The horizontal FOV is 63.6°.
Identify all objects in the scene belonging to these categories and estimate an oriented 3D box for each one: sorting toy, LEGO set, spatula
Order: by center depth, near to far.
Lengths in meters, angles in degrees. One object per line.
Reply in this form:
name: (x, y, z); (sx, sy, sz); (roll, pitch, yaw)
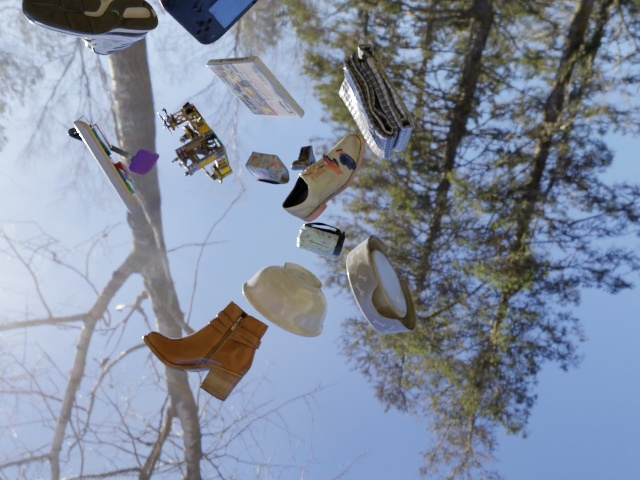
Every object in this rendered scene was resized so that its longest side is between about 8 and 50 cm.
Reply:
sorting toy: (-0.422, -0.160, 1.033); (0.038, 0.193, 0.208); (-31, -155, -14)
spatula: (-0.609, -0.267, 1.530); (0.030, 0.084, 0.296); (41, -168, 36)
LEGO set: (-0.503, -0.355, 2.001); (0.192, 0.255, 0.331); (-33, -95, -13)

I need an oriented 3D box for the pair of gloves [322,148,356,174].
pair of gloves: (0.048, -0.201, 1.313); (0.083, 0.074, 0.010); (-10, -134, 44)

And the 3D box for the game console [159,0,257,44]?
game console: (-0.216, -0.684, 1.323); (0.060, 0.386, 0.342); (47, -173, -3)

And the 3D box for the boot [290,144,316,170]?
boot: (-0.075, -0.343, 2.124); (0.082, 0.106, 0.219); (-7, -176, 18)

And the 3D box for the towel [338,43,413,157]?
towel: (0.155, -0.394, 1.504); (0.121, 0.235, 0.284); (-28, -97, 2)

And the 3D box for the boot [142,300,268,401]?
boot: (-0.291, 0.244, 1.316); (0.283, 0.109, 0.220); (27, -103, 19)

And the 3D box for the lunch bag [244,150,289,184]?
lunch bag: (-0.114, -0.152, 1.139); (0.071, 0.083, 0.053); (15, -108, 30)

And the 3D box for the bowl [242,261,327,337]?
bowl: (-0.086, 0.163, 1.633); (0.298, 0.134, 0.298); (31, -166, -9)

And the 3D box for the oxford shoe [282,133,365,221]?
oxford shoe: (0.012, -0.235, 1.906); (0.146, 0.397, 0.140); (16, -154, -50)

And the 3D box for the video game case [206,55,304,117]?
video game case: (-0.160, -0.377, 1.283); (0.183, 0.201, 0.023); (14, -108, 40)

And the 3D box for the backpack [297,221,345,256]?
backpack: (0.000, 0.000, 2.024); (0.182, 0.152, 0.115); (16, -106, 0)

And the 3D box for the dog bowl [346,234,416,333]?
dog bowl: (0.205, 0.159, 1.761); (0.102, 0.349, 0.349); (-25, -150, 21)

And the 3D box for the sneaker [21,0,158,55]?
sneaker: (-0.804, -0.717, 1.766); (0.257, 0.169, 0.447); (-21, 179, 42)
